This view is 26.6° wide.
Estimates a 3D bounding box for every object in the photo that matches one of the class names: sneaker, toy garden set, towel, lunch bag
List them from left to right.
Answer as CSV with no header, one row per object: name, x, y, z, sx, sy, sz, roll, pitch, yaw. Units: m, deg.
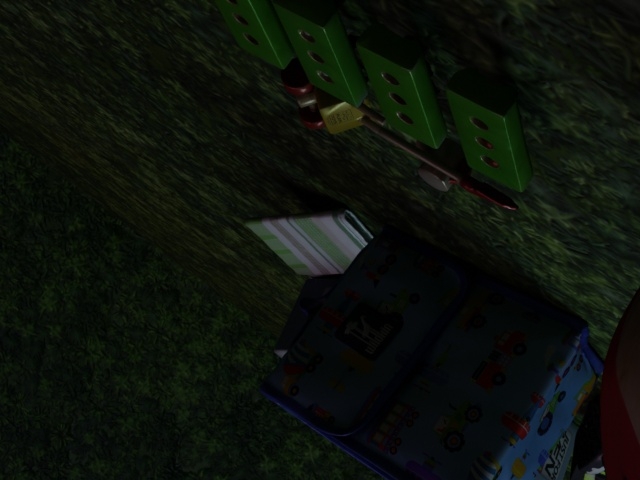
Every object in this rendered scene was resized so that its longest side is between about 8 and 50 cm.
towel,0.000,0.000,1.547,0.152,0.023,0.113,-2,143,42
toy garden set,0.049,-0.107,0.940,0.244,0.049,0.204,30,167,24
lunch bag,0.099,0.129,1.368,0.293,0.221,0.138,30,168,30
sneaker,0.345,0.237,1.551,0.097,0.084,0.234,9,167,8

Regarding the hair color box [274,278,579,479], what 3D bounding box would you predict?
hair color box,0.140,0.189,1.698,0.185,0.113,0.374,-4,142,46

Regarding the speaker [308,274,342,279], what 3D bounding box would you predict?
speaker,0.000,0.022,1.685,0.055,0.055,0.136,30,169,29

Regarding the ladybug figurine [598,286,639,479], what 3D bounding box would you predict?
ladybug figurine,0.246,0.150,0.717,0.449,0.162,0.305,73,-176,-46
